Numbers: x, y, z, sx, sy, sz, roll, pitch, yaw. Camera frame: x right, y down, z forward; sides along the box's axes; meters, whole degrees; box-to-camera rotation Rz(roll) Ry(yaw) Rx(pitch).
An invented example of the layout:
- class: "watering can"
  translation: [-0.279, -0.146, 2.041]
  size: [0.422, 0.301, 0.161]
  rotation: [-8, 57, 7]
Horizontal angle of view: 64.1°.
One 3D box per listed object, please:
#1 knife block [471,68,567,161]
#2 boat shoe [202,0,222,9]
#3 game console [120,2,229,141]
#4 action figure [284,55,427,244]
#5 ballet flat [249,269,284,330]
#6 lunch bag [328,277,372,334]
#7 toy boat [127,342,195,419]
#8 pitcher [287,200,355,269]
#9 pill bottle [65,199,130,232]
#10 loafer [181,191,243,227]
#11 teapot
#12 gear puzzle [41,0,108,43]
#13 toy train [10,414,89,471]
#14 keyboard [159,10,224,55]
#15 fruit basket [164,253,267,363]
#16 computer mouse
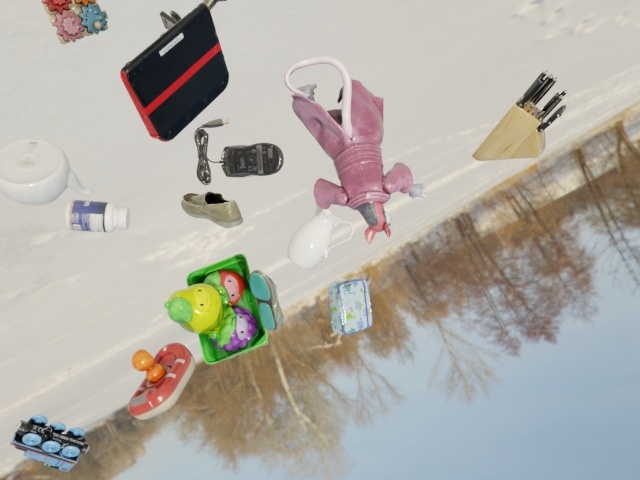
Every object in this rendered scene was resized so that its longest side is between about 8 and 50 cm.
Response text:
- class: "knife block"
  translation: [0.585, -0.369, 1.525]
  size: [0.275, 0.242, 0.088]
  rotation: [2, -151, 36]
- class: "boat shoe"
  translation: [-0.375, -0.959, 1.970]
  size: [0.073, 0.080, 0.223]
  rotation: [29, 105, -40]
- class: "game console"
  translation: [-0.470, -0.550, 1.718]
  size: [0.386, 0.060, 0.342]
  rotation: [-52, 156, -22]
- class: "action figure"
  translation: [0.090, -0.176, 1.073]
  size: [0.248, 0.370, 0.276]
  rotation: [-17, 161, 2]
- class: "ballet flat"
  translation: [-0.144, 0.152, 1.403]
  size: [0.072, 0.213, 0.068]
  rotation: [11, -143, 27]
- class: "lunch bag"
  translation: [0.126, 0.264, 2.081]
  size: [0.176, 0.219, 0.090]
  rotation: [-5, 179, -39]
- class: "toy boat"
  translation: [-0.448, 0.354, 1.382]
  size: [0.151, 0.151, 0.231]
  rotation: [-28, -162, 19]
- class: "pitcher"
  translation: [0.000, 0.000, 1.642]
  size: [0.207, 0.177, 0.125]
  rotation: [-58, 151, 4]
- class: "pill bottle"
  translation: [-0.673, -0.073, 1.556]
  size: [0.169, 0.094, 0.094]
  rotation: [3, 166, -11]
- class: "loafer"
  translation: [-0.326, -0.112, 1.538]
  size: [0.251, 0.087, 0.094]
  rotation: [18, -150, 34]
- class: "teapot"
  translation: [-0.972, -0.209, 1.734]
  size: [0.252, 0.256, 0.187]
  rotation: [-43, 164, -32]
- class: "gear puzzle"
  translation: [-0.712, -0.737, 1.416]
  size: [0.044, 0.339, 0.175]
  rotation: [13, -139, 39]
- class: "toy train"
  translation: [-0.682, 0.509, 1.284]
  size: [0.105, 0.184, 0.080]
  rotation: [-45, -150, 21]
- class: "keyboard"
  translation: [-0.537, -0.858, 2.145]
  size: [0.033, 0.317, 0.201]
  rotation: [-56, -177, -9]
- class: "fruit basket"
  translation: [-0.365, 0.238, 1.828]
  size: [0.282, 0.392, 0.392]
  rotation: [-21, 175, 3]
- class: "computer mouse"
  translation: [-0.240, -0.269, 1.498]
  size: [0.262, 0.184, 0.060]
  rotation: [-8, -176, 5]
